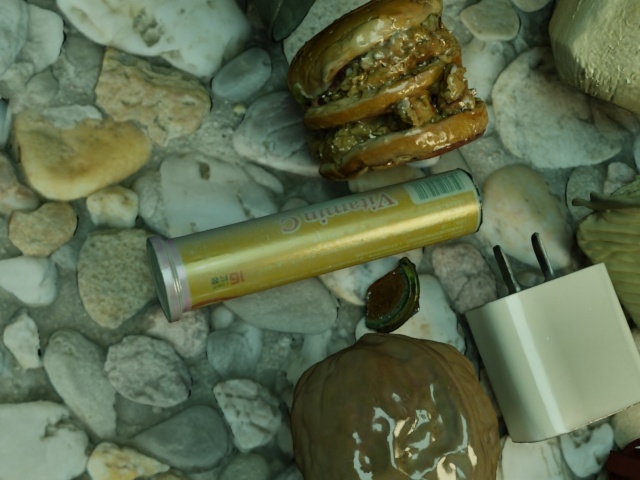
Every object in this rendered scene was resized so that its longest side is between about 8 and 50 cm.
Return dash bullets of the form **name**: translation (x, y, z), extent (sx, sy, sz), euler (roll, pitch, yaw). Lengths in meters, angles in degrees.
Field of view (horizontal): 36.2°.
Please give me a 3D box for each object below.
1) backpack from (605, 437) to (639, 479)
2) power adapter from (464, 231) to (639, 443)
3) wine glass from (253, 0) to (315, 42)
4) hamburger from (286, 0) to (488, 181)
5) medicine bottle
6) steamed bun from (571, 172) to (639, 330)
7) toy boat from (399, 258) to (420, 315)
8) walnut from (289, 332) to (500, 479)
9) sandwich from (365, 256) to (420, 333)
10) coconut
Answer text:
- **backpack**: translation (0.446, 0.340, 1.227), extent (0.139, 0.229, 0.229), euler (23, 75, -4)
- **power adapter**: translation (0.301, 0.117, 1.286), extent (0.187, 0.124, 0.255), euler (-17, 84, -17)
- **wine glass**: translation (-0.152, -0.466, 1.237), extent (0.406, 0.267, 0.267), euler (32, 74, -1)
- **hamburger**: translation (0.078, -0.195, 1.252), extent (0.245, 0.260, 0.211), euler (-19, 102, 26)
- **medicine bottle**: translation (0.000, 0.000, 1.250), extent (0.426, 0.108, 0.108), euler (-14, 82, -16)
- **steamed bun**: translation (0.529, -0.018, 1.291), extent (0.272, 0.290, 0.273), euler (-37, 107, -23)
- **toy boat**: translation (0.113, 0.064, 1.301), extent (0.038, 0.038, 0.083), euler (-2, 79, -13)
- **walnut**: translation (0.092, 0.236, 1.161), extent (0.273, 0.227, 0.273), euler (3, 73, -10)
- **sandwich**: translation (0.092, 0.076, 1.277), extent (0.101, 0.026, 0.069), euler (-45, 65, 23)
- **coconut**: translation (0.443, -0.304, 1.331), extent (0.245, 0.245, 0.247), euler (18, 109, -9)
